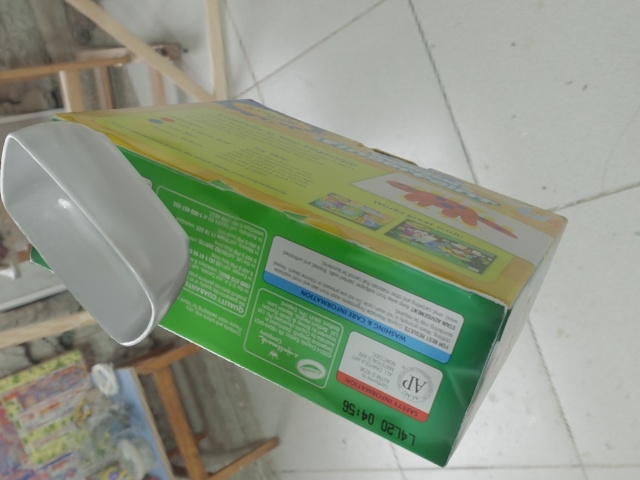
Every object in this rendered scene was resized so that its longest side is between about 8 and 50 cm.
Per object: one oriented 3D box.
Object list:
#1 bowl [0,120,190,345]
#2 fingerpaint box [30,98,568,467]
[{"bbox_3d":[-0.140,-0.006,0.497,0.142,0.053,0.142,51,151,0],"label":"bowl"},{"bbox_3d":[0.000,0.000,0.816,0.444,0.371,0.163,23,110,18],"label":"fingerpaint box"}]
